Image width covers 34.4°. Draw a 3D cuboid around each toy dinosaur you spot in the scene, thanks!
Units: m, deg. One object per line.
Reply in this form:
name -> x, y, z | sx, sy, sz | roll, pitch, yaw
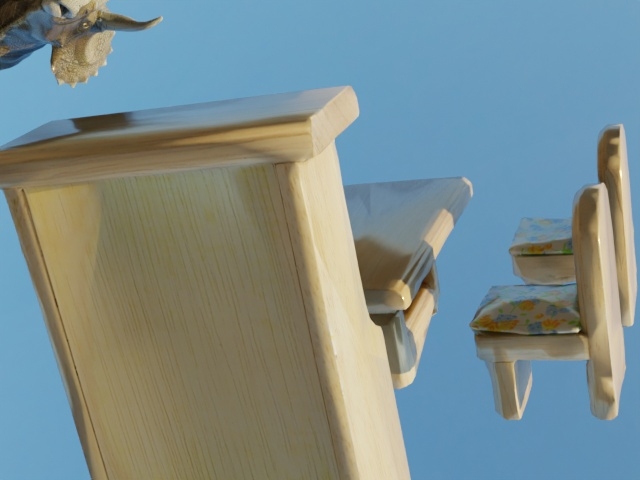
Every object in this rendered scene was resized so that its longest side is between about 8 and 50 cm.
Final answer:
toy dinosaur -> -0.240, -0.189, 0.734 | 0.160, 0.121, 0.313 | -15, -137, -24

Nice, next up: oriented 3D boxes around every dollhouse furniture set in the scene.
dollhouse furniture set -> 0.000, 0.000, 0.671 | 0.362, 0.257, 0.394 | -3, -159, 21
